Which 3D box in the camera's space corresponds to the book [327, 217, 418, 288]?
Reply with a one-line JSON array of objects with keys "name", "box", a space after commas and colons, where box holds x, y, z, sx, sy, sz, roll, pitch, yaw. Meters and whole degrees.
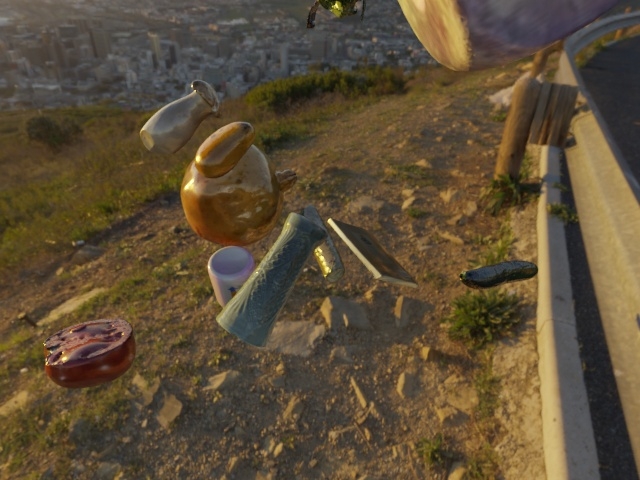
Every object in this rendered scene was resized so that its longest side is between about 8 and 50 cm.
[{"name": "book", "box": [0.112, 0.026, 0.892, 0.139, 0.016, 0.198, 16, 26, -43]}]

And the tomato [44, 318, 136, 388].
[{"name": "tomato", "box": [-0.566, 0.295, 1.041, 0.201, 0.139, 0.233, -13, 20, -27]}]

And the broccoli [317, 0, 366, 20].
[{"name": "broccoli", "box": [0.084, -0.704, 1.050, 0.322, 0.283, 0.303, -18, 74, -13]}]

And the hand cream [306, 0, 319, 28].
[{"name": "hand cream", "box": [0.001, -0.735, 1.284, 0.039, 0.163, 0.062, 36, 34, -6]}]

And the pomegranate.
[{"name": "pomegranate", "box": [-0.279, -0.169, 1.472, 0.411, 0.409, 0.409, 2, 33, -1]}]

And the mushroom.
[{"name": "mushroom", "box": [-0.329, -0.284, 0.985, 0.213, 0.096, 0.088, -35, -2, 1]}]

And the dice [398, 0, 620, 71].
[{"name": "dice", "box": [0.246, -0.417, 0.562, 0.272, 0.270, 0.270, -29, 31, 11]}]

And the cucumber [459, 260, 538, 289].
[{"name": "cucumber", "box": [0.247, 0.047, 0.573, 0.185, 0.032, 0.036, -5, -11, -37]}]

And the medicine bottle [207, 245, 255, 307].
[{"name": "medicine bottle", "box": [-0.284, 0.150, 1.402, 0.152, 0.254, 0.151, 0, 48, 0]}]

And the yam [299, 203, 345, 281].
[{"name": "yam", "box": [0.000, 0.000, 1.206, 0.067, 0.071, 0.317, 33, 21, -37]}]

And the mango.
[{"name": "mango", "box": [-0.241, -0.232, 1.050, 0.178, 0.090, 0.115, -47, 40, 5]}]

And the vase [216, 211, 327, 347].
[{"name": "vase", "box": [-0.074, 0.060, 0.697, 0.096, 0.219, 0.096, 32, -2, 1]}]
